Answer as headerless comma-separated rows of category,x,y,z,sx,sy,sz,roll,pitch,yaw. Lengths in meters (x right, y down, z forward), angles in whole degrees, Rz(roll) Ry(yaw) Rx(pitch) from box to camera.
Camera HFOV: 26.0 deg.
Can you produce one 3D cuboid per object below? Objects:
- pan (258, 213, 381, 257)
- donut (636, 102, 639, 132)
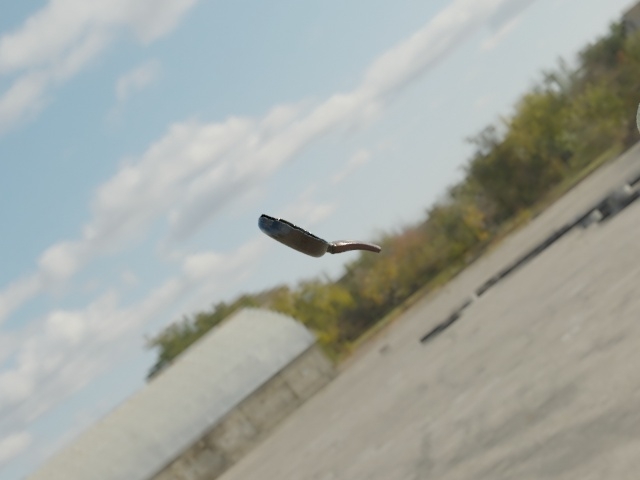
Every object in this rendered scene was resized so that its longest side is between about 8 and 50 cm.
pan,-0.001,0.003,2.084,0.115,0.212,0.040,31,104,57
donut,0.644,-0.233,2.463,0.181,0.146,0.078,-12,33,-3
